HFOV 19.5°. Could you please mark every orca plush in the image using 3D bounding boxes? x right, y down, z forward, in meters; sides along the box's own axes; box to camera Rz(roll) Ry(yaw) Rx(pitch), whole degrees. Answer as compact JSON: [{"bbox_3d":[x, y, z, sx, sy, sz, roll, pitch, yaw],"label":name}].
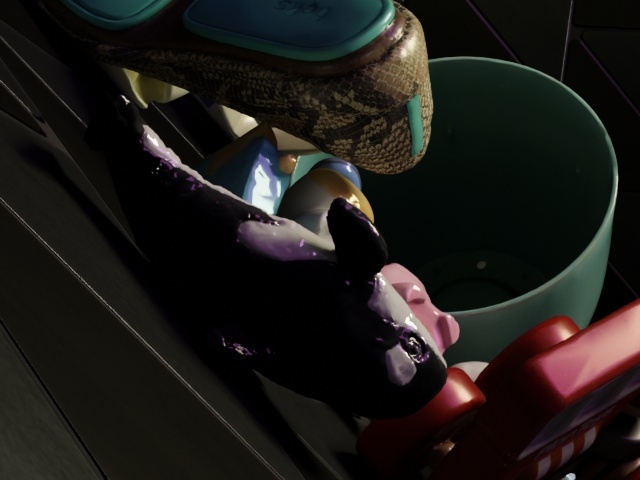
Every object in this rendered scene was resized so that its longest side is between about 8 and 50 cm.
[{"bbox_3d":[-0.046,0.027,1.177,0.287,0.151,0.102,51,37,-15],"label":"orca plush"}]

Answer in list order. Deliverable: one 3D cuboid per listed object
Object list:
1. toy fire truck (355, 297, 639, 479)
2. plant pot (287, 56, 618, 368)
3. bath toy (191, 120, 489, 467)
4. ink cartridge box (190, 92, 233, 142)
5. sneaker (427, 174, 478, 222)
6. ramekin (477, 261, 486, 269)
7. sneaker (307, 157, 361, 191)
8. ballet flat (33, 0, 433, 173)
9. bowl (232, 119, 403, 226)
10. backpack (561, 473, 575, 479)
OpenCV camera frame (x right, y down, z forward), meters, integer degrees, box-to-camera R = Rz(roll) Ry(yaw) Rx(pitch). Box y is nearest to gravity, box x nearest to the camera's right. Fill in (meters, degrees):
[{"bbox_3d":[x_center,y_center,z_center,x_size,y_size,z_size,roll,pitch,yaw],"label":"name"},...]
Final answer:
[{"bbox_3d":[0.188,0.119,1.307,0.302,0.254,0.169,-22,67,-39],"label":"toy fire truck"},{"bbox_3d":[0.132,0.016,1.727,0.293,0.293,0.235,54,-13,37],"label":"plant pot"},{"bbox_3d":[0.036,0.063,1.478,0.348,0.129,0.151,45,51,-20],"label":"bath toy"},{"bbox_3d":[-0.110,-0.165,2.147,0.223,0.045,0.224,49,5,-13],"label":"ink cartridge box"},{"bbox_3d":[0.158,-0.043,1.935,0.270,0.090,0.145,45,25,-22],"label":"sneaker"},{"bbox_3d":[0.211,0.106,2.059,0.207,0.109,0.207,52,1,-1],"label":"ramekin"},{"bbox_3d":[0.000,0.000,1.546,0.053,0.144,0.059,13,27,-10],"label":"sneaker"},{"bbox_3d":[-0.095,-0.165,1.561,0.482,0.164,0.182,27,-33,39],"label":"ballet flat"},{"bbox_3d":[0.001,-0.100,1.968,0.298,0.134,0.298,48,23,-28],"label":"bowl"},{"bbox_3d":[0.231,0.232,1.842,0.158,0.117,0.173,47,9,-12],"label":"backpack"}]
